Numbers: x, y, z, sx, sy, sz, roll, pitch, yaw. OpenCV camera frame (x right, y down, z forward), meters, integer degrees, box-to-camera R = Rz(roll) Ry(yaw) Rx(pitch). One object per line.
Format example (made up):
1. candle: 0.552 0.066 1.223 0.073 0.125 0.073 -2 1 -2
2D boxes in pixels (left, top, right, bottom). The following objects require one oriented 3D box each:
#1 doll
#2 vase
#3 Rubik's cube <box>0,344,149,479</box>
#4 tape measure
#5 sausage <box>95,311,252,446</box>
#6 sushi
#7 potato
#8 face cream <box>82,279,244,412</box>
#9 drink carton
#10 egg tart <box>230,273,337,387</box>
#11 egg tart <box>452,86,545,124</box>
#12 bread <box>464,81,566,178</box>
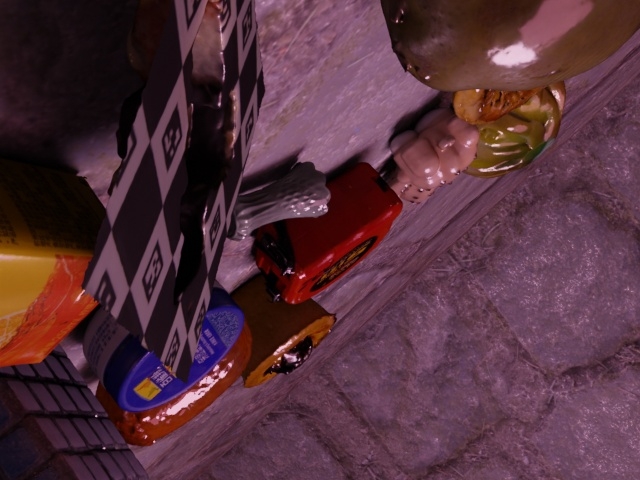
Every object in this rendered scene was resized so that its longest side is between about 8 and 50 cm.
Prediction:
1. doll: 0.169 -0.126 1.259 0.154 0.119 0.278 -32 174 -26
2. vase: -0.067 -0.048 0.951 0.149 0.081 0.081 -23 159 -38
3. Rubik's cube: -0.353 0.233 0.741 0.237 0.237 0.238 -37 166 -6
4. tape measure: 0.000 -0.001 1.189 0.253 0.114 0.260 -34 169 -22
5. sausage: -0.225 0.203 1.148 0.268 0.153 0.141 -37 160 -17
6. sushi: -0.120 -0.071 0.560 0.339 0.069 0.320 92 9 -72
7. potato: 0.206 -0.265 0.670 0.326 0.221 0.243 -24 162 -35
8. face cream: -0.215 0.127 0.993 0.206 0.111 0.206 -37 155 -20
9. drink carton: -0.290 0.014 0.498 0.154 0.111 0.351 -43 164 11
10. egg tart: -0.086 0.162 1.343 0.215 0.171 0.215 -36 167 -10
11. egg tart: 0.281 -0.291 1.005 0.290 0.115 0.290 -38 164 -13
12. bread: 0.310 -0.196 1.294 0.156 0.158 0.260 -28 160 -27
